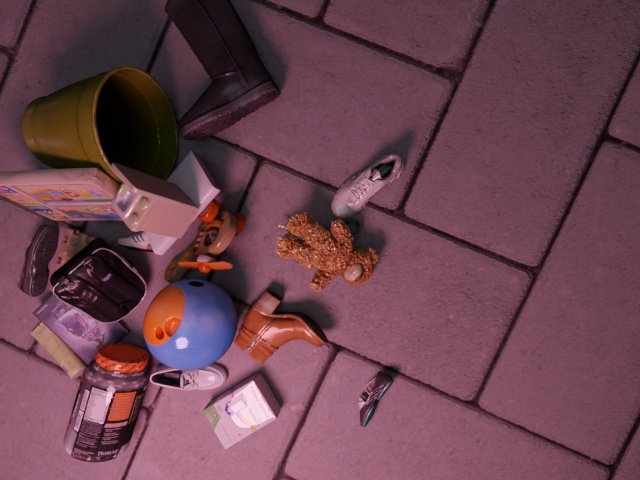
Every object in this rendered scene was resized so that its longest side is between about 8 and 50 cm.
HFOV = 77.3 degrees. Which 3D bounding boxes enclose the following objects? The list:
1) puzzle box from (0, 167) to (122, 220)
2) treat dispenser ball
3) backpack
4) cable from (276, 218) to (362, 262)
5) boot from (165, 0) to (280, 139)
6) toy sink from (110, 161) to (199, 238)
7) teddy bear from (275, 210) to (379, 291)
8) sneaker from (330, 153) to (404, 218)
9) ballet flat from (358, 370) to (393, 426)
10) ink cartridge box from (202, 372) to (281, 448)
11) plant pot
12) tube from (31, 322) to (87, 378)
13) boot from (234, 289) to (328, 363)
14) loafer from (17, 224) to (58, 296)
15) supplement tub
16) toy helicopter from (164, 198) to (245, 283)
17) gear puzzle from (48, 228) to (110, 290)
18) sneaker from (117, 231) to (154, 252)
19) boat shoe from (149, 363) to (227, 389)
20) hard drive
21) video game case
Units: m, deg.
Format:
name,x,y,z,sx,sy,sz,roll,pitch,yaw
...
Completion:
name,x,y,z,sx,sy,sz,roll,pitch,yaw
puzzle box,-0.795,-0.137,1.283,0.410,0.272,0.052,1,69,15
treat dispenser ball,-0.412,0.265,1.281,0.289,0.288,0.287,0,91,5
backpack,-0.725,0.142,1.336,0.225,0.191,0.253,-46,126,-13
cable,0.000,0.000,1.351,0.288,0.072,0.139,-6,89,4
boot,-0.395,-0.606,1.333,0.367,0.146,0.444,-29,92,-5
toy sink,-0.514,-0.109,1.188,0.153,0.234,0.131,40,100,27
teddy bear,0.023,0.045,1.292,0.245,0.113,0.338,-45,103,3
sneaker,0.150,-0.185,1.316,0.292,0.118,0.110,-42,89,5
ballet flat,0.173,0.530,1.355,0.074,0.074,0.203,28,99,4
ink cartridge box,-0.267,0.580,1.373,0.213,0.093,0.154,-31,88,3
plant pot,-0.721,-0.352,1.291,0.354,0.366,0.365,3,91,17
tube,-0.942,0.390,1.445,0.240,0.062,0.070,44,53,7
boot,-0.139,0.329,1.348,0.284,0.109,0.220,33,92,5
loafer,-1.020,0.066,1.426,0.084,0.096,0.267,17,94,10
supplement tub,-0.709,0.536,1.349,0.207,0.207,0.337,18,91,4
toy helicopter,-0.400,0.044,1.330,0.355,0.140,0.234,-38,44,21
gear puzzle,-0.867,0.136,1.440,0.176,0.044,0.338,19,96,-4
sneaker,-0.631,-0.003,1.417,0.162,0.057,0.075,8,75,6
boat shoe,-0.459,0.482,1.390,0.259,0.084,0.095,-3,90,5
hard drive,-0.480,-0.126,1.338,0.307,0.040,0.203,-44,59,14
video game case,-0.850,0.290,1.426,0.196,0.026,0.274,-42,97,4
